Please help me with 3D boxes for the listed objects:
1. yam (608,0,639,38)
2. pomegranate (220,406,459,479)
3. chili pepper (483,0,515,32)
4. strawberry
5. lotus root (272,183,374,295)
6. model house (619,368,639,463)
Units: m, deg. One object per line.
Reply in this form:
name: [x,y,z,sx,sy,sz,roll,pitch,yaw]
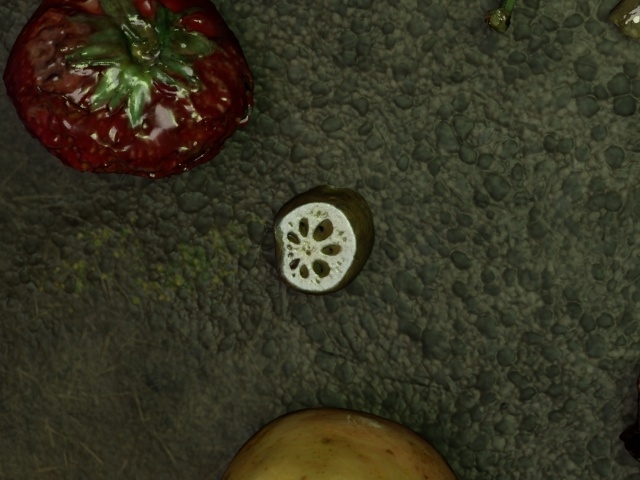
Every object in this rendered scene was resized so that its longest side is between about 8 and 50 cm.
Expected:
yam: [0.397,-0.301,1.405,0.241,0.057,0.057,-44,84,14]
pomegranate: [0.040,0.342,1.434,0.338,0.338,0.338,2,97,15]
chili pepper: [0.233,-0.401,1.413,0.110,0.110,0.387,16,95,13]
strawberry: [-0.216,-0.174,1.509,0.274,0.220,0.274,5,63,-10]
lotus root: [0.003,0.000,1.535,0.112,0.081,0.122,-2,96,8]
model house: [0.403,0.286,1.375,0.317,0.297,0.282,36,148,4]
